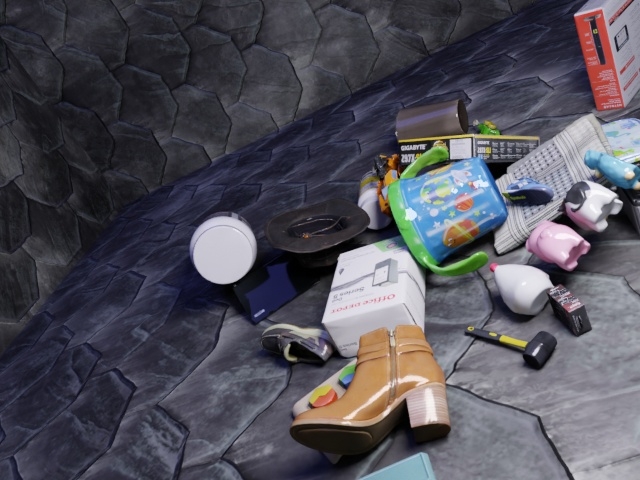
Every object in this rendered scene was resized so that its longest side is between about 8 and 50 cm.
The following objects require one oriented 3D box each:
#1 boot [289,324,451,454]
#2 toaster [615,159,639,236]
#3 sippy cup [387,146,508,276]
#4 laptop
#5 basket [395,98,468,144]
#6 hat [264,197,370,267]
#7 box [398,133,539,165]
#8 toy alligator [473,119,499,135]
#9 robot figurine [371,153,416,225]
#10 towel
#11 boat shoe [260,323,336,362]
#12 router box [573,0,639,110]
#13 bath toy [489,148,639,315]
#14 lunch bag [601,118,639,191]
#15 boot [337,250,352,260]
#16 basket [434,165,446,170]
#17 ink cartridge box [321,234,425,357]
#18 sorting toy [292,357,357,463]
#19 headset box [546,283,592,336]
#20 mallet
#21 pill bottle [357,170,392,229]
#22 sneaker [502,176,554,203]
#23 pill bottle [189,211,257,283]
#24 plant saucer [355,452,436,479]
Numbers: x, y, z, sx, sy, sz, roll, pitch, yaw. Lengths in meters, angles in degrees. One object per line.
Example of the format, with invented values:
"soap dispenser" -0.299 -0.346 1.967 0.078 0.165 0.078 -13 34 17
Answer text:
"boot" 0.082 0.257 0.963 0.283 0.109 0.220 -11 42 5
"toaster" 0.700 -0.095 1.050 0.168 0.110 0.186 -20 26 22
"sippy cup" 0.311 -0.081 1.258 0.224 0.306 0.240 -26 -3 22
"laptop" -0.142 0.132 1.634 0.234 0.137 0.264 -33 0 -8
"basket" 0.415 -0.431 1.945 0.226 0.154 0.204 -8 34 32
"hat" 0.000 0.000 1.528 0.331 0.134 0.331 -11 25 5
"box" 0.421 -0.253 1.499 0.322 0.079 0.257 -7 7 -38
"toy alligator" 0.568 -0.374 1.789 0.051 0.056 0.190 13 25 -8
"robot figurine" 0.232 -0.138 1.530 0.085 0.211 0.291 -28 33 26
"towel" 0.535 -0.147 1.263 0.312 0.056 0.324 -41 17 34
"boat shoe" -0.064 0.250 1.252 0.223 0.080 0.073 -4 30 35
"router box" 0.895 -0.602 1.569 0.335 0.301 0.082 -43 28 -28
"bath toy" 0.465 -0.013 1.036 0.348 0.151 0.129 -53 50 5
"lunch bag" 0.710 -0.206 1.271 0.176 0.090 0.219 -19 27 23
"boot" 0.122 0.060 1.407 0.157 0.085 0.059 -15 27 26
"basket" 0.372 -0.140 1.480 0.103 0.113 0.167 -36 26 -18
"ink cartridge box" 0.134 0.122 1.238 0.198 0.115 0.273 -18 27 22
"sorting toy" 0.057 0.315 1.050 0.208 0.038 0.193 -37 26 -15
"headset box" 0.451 0.127 0.955 0.032 0.062 0.083 -28 26 5
"mallet" 0.354 0.181 0.996 0.062 0.039 0.189 -39 23 -16
"pill bottle" 0.176 -0.127 1.656 0.119 0.119 0.208 -21 27 18
"sneaker" 0.476 -0.119 1.201 0.059 0.053 0.144 -50 19 -9
"pill bottle" -0.311 0.021 1.701 0.210 0.210 0.363 -31 10 -4
"plant saucer" 0.094 0.407 0.865 0.192 0.018 0.067 -27 25 7
